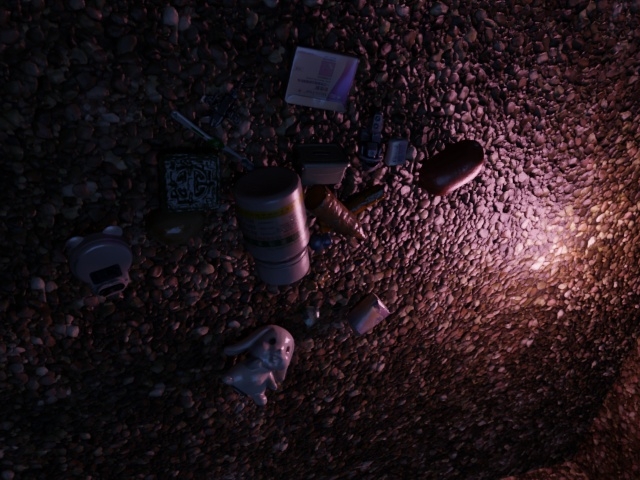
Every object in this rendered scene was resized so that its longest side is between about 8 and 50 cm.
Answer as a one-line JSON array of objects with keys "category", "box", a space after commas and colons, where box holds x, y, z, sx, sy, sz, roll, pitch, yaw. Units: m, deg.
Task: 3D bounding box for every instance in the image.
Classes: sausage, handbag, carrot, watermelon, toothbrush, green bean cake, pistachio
[{"category": "sausage", "box": [0.446, -0.243, 2.010, 0.254, 0.148, 0.148, -25, 128, -7]}, {"category": "handbag", "box": [0.176, 0.298, 2.289, 0.173, 0.095, 0.117, -40, 125, 2]}, {"category": "carrot", "box": [0.062, -0.075, 1.909, 0.102, 0.102, 0.263, -46, 124, 11]}, {"category": "watermelon", "box": [-0.042, 0.281, 2.220, 0.085, 0.085, 0.061, 4, 160, -25]}, {"category": "toothbrush", "box": [-0.312, -0.292, 1.727, 0.304, 0.030, 0.030, 34, 105, -33]}, {"category": "green bean cake", "box": [-0.383, -0.177, 1.724, 0.183, 0.094, 0.185, -4, 112, -19]}, {"category": "carrot", "box": [0.105, -0.111, 1.995, 0.260, 0.070, 0.070, -29, 129, -3]}, {"category": "pistachio", "box": [-0.437, -0.048, 1.791, 0.185, 0.126, 0.108, -12, 166, -17]}]

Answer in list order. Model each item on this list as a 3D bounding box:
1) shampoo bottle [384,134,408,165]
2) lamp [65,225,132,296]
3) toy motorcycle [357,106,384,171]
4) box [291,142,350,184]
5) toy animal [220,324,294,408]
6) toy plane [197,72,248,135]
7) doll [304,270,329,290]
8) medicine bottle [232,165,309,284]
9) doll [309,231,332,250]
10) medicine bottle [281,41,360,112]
[{"category": "shampoo bottle", "box": [0.252, -0.301, 1.948, 0.072, 0.043, 0.099, -7, 124, -19]}, {"category": "lamp", "box": [-0.653, 0.061, 1.764, 0.179, 0.108, 0.246, -17, 134, -17]}, {"category": "toy motorcycle", "box": [0.156, -0.307, 1.853, 0.080, 0.122, 0.216, 6, 121, -9]}, {"category": "box", "box": [-0.004, -0.236, 1.840, 0.172, 0.124, 0.093, -4, 133, -19]}, {"category": "toy animal", "box": [-0.215, 0.453, 2.179, 0.289, 0.174, 0.249, -28, 117, -2]}, {"category": "toy plane", "box": [-0.260, -0.392, 1.656, 0.135, 0.062, 0.188, 35, 103, -9]}, {"category": "doll", "box": [-0.014, 0.146, 2.147, 0.093, 0.051, 0.062, -49, 132, -25]}, {"category": "medicine bottle", "box": [-0.142, -0.041, 1.850, 0.208, 0.208, 0.340, -17, 127, -12]}, {"category": "doll", "box": [0.000, 0.000, 2.041, 0.083, 0.050, 0.076, -18, 123, -9]}, {"category": "medicine bottle", "box": [-0.001, -0.474, 1.720, 0.201, 0.052, 0.171, 4, 120, -24]}]
